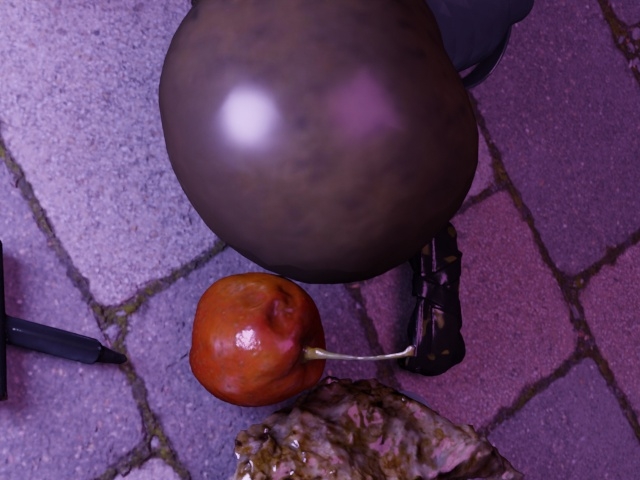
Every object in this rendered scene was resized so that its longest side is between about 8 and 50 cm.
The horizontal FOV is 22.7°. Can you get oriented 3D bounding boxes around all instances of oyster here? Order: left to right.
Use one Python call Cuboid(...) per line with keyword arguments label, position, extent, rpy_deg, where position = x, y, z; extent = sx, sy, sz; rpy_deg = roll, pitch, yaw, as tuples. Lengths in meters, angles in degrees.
Cuboid(label="oyster", position=(0.050, 0.248, 1.848), extent=(0.396, 0.111, 0.204), rpy_deg=(-14, 79, -32))

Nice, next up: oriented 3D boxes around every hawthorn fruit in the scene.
Cuboid(label="hawthorn fruit", position=(-0.023, 0.125, 1.769), extent=(0.165, 0.285, 0.165), rpy_deg=(-15, 111, -42))

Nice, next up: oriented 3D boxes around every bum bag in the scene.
Cuboid(label="bum bag", position=(0.142, 0.058, 2.041), extent=(0.107, 0.060, 0.232), rpy_deg=(12, 75, -43))

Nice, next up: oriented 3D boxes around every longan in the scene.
Cuboid(label="longan", position=(-0.002, -0.146, 1.807), extent=(0.405, 0.336, 0.404), rpy_deg=(13, 59, -22))

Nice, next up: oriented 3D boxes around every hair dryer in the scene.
Cuboid(label="hair dryer", position=(-0.298, 0.088, 1.728), extent=(0.195, 0.050, 0.173), rpy_deg=(3, 79, -40))

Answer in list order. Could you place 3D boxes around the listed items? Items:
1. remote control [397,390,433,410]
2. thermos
Cuboid(label="remote control", position=(0.052, 0.277, 1.931), extent=(0.247, 0.052, 0.104), rpy_deg=(-40, 102, -34))
Cuboid(label="thermos", position=(0.165, -0.274, 2.087), extent=(0.286, 0.145, 0.182), rpy_deg=(-24, 126, -38))
